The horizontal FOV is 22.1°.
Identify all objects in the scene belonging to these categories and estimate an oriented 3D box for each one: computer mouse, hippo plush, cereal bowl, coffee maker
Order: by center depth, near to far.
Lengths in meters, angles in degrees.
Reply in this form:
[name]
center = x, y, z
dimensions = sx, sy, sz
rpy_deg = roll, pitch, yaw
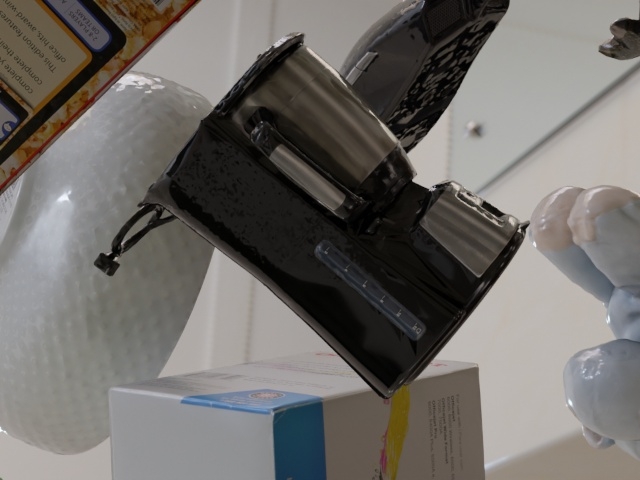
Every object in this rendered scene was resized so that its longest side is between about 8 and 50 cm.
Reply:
[coffee maker]
center = 0.000, 0.000, 0.917
dimensions = 0.178, 0.171, 0.120
rpy_deg = 42, -143, 1
[computer mouse]
center = 0.092, -0.153, 1.059
dimensions = 0.184, 0.262, 0.060
rpy_deg = -32, -107, -36
[cereal bowl]
center = -0.224, 0.003, 1.387
dimensions = 0.141, 0.339, 0.339
rpy_deg = 23, -115, -26
[hippo plush]
center = 0.306, 0.091, 1.610
dimensions = 0.294, 0.234, 0.237
rpy_deg = 25, -100, -55

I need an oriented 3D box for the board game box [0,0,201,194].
[board game box]
center = -0.156, -0.085, 0.622
dimensions = 0.147, 0.045, 0.193
rpy_deg = 46, -118, -9

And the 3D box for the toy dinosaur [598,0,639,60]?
[toy dinosaur]
center = 0.123, -0.161, 0.545
dimensions = 0.313, 0.121, 0.160
rpy_deg = 40, -107, -36

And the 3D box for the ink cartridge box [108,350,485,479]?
[ink cartridge box]
center = -0.012, 0.180, 1.204
dimensions = 0.232, 0.171, 0.168
rpy_deg = -6, -84, -47

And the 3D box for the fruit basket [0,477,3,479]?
[fruit basket]
center = -0.188, 0.309, 0.668
dimensions = 0.283, 0.392, 0.392
rpy_deg = -26, -97, -39
